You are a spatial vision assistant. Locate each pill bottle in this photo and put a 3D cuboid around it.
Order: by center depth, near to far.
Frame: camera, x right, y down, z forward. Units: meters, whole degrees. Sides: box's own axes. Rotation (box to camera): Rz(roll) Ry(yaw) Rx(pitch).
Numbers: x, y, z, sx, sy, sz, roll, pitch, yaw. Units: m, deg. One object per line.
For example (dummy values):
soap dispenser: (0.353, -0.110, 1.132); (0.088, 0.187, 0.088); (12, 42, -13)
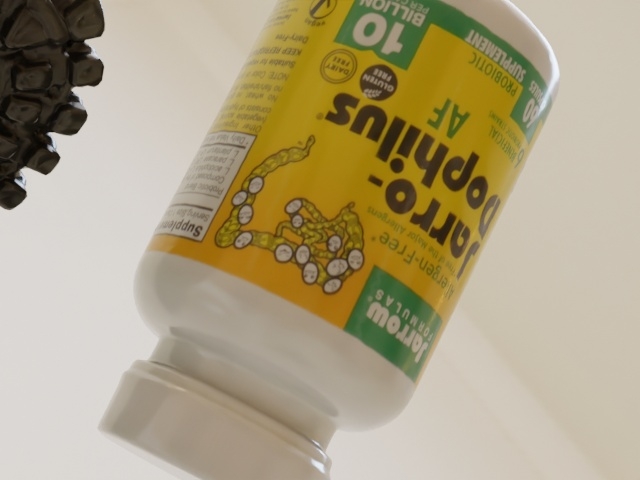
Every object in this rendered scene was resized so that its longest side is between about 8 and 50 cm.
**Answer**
pill bottle: (0.000, 0.000, 0.631); (0.117, 0.117, 0.208); (26, -102, 7)

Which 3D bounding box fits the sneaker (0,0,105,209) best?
sneaker: (-0.214, -0.005, 0.621); (0.134, 0.343, 0.146); (25, -160, -46)
